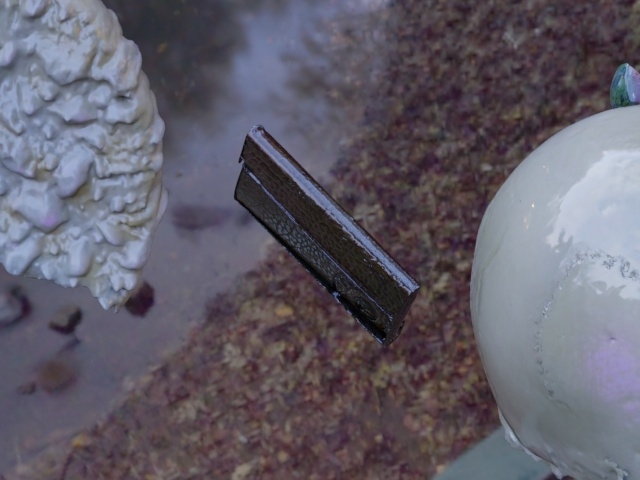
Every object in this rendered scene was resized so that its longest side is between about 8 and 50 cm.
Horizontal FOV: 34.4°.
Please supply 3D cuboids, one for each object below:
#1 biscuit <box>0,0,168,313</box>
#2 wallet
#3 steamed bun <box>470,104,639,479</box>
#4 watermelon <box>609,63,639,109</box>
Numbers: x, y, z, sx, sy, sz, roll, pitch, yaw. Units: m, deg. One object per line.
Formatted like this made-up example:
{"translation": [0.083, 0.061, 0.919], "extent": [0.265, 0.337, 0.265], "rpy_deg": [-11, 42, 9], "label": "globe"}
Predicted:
{"translation": [-0.202, -0.089, 0.635], "extent": [0.179, 0.281, 0.084], "rpy_deg": [-54, 17, 6], "label": "biscuit"}
{"translation": [0.000, 0.000, 1.083], "extent": [0.039, 0.133, 0.243], "rpy_deg": [-37, 72, -28], "label": "wallet"}
{"translation": [0.264, 0.059, 0.794], "extent": [0.334, 0.312, 0.233], "rpy_deg": [-14, 19, 28], "label": "steamed bun"}
{"translation": [0.463, -0.222, 1.531], "extent": [0.072, 0.092, 0.084], "rpy_deg": [-17, 32, -12], "label": "watermelon"}
